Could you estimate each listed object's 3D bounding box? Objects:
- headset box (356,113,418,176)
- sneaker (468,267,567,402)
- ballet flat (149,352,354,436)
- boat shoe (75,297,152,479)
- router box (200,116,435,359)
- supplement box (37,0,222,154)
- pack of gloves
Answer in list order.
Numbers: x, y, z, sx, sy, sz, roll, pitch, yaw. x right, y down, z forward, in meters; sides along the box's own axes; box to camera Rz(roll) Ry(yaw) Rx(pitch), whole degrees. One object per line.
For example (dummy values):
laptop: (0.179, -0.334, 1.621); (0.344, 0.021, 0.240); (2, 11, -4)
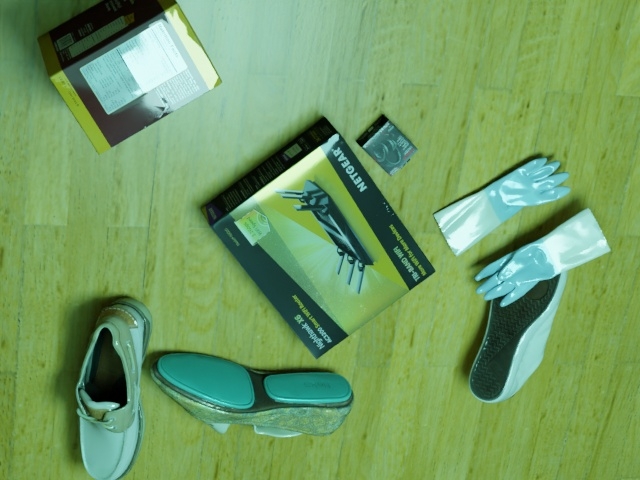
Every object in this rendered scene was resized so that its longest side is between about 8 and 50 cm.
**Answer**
headset box: (0.107, -0.146, 2.059); (0.062, 0.032, 0.083); (-44, 117, 5)
sneaker: (0.345, 0.140, 2.247); (0.123, 0.106, 0.290); (15, 102, -60)
ballet flat: (-0.116, 0.264, 2.134); (0.348, 0.123, 0.123); (8, 111, -21)
boat shoe: (-0.333, 0.242, 2.033); (0.113, 0.103, 0.302); (11, 106, 14)
router box: (0.000, 0.000, 2.063); (0.243, 0.081, 0.309); (-37, 119, 1)
supplement box: (-0.264, -0.247, 1.802); (0.194, 0.191, 0.129); (-30, 119, -2)
pack of gloves: (0.330, -0.016, 2.171); (0.232, 0.046, 0.195); (-29, 99, 3)
